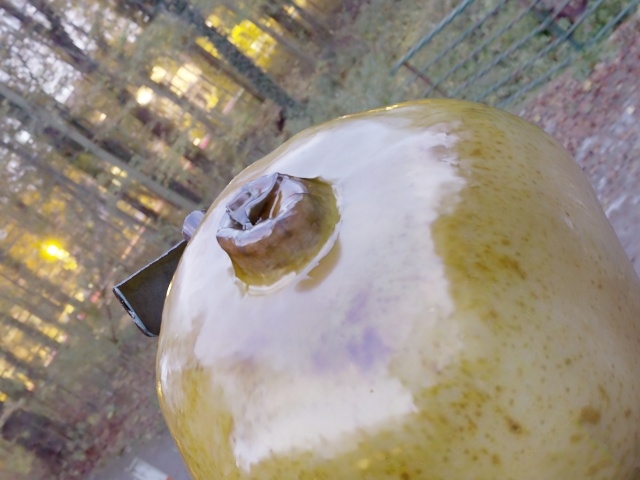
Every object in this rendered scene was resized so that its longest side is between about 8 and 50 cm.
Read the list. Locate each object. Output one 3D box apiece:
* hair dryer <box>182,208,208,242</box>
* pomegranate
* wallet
[{"bbox_3d":[0.000,0.000,1.259,0.340,0.312,0.123,-35,-31,-22],"label":"hair dryer"},{"bbox_3d":[0.064,0.075,0.652,0.417,0.416,0.417,-52,12,15],"label":"pomegranate"},{"bbox_3d":[-0.293,0.089,1.664,0.031,0.137,0.255,-21,13,43],"label":"wallet"}]
